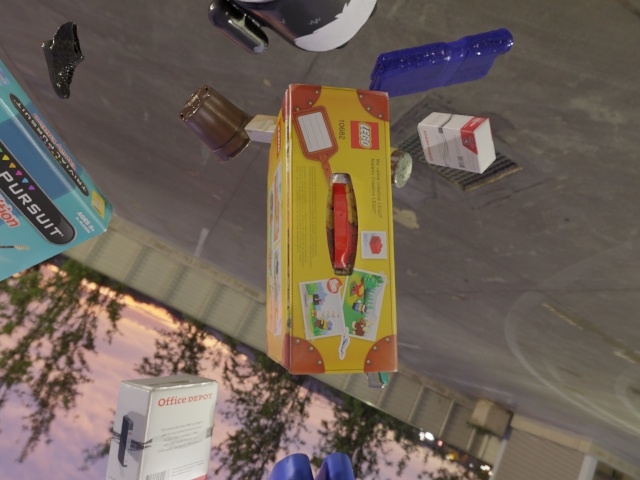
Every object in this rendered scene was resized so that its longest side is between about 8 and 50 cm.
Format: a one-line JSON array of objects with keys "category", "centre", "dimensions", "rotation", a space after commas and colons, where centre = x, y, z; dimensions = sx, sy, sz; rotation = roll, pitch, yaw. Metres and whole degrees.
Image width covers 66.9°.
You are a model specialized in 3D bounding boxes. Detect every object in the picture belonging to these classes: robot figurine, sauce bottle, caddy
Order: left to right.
[{"category": "robot figurine", "centre": [-0.030, -0.354, 0.619], "dimensions": [0.174, 0.208, 0.278], "rotation": [11, -177, 28]}, {"category": "caddy", "centre": [-0.025, 0.719, 1.301], "dimensions": [0.242, 0.179, 0.341], "rotation": [6, 129, -15]}, {"category": "sauce bottle", "centre": [0.101, -0.250, 1.436], "dimensions": [0.345, 0.111, 0.111], "rotation": [24, 167, 31]}]

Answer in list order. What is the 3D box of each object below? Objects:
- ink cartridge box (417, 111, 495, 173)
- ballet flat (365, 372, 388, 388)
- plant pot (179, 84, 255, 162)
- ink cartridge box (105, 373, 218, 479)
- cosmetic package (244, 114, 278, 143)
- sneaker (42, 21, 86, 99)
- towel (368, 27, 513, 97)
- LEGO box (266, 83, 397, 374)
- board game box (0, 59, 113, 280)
[{"category": "ink cartridge box", "centre": [0.276, -0.201, 0.984], "dimensions": [0.135, 0.056, 0.099], "rotation": [24, 149, 46]}, {"category": "ballet flat", "centre": [0.141, 0.311, 1.369], "dimensions": [0.068, 0.213, 0.072], "rotation": [-14, 168, 31]}, {"category": "plant pot", "centre": [-0.295, -0.335, 1.367], "dimensions": [0.167, 0.166, 0.165], "rotation": [10, 158, 49]}, {"category": "ink cartridge box", "centre": [-0.347, 0.444, 1.072], "dimensions": [0.114, 0.272, 0.197], "rotation": [3, 173, 34]}, {"category": "cosmetic package", "centre": [-0.126, -0.275, 1.198], "dimensions": [0.115, 0.060, 0.041], "rotation": [15, 148, 38]}, {"category": "sneaker", "centre": [-0.617, -0.437, 1.183], "dimensions": [0.089, 0.170, 0.051], "rotation": [-11, -168, 0]}, {"category": "towel", "centre": [0.274, -0.430, 1.171], "dimensions": [0.309, 0.076, 0.227], "rotation": [-12, 178, -1]}, {"category": "LEGO box", "centre": [0.000, 0.000, 0.999], "dimensions": [0.193, 0.499, 0.372], "rotation": [1, 171, -11]}, {"category": "board game box", "centre": [-0.499, -0.053, 0.629], "dimensions": [0.079, 0.336, 0.253], "rotation": [-114, -2, -56]}]
